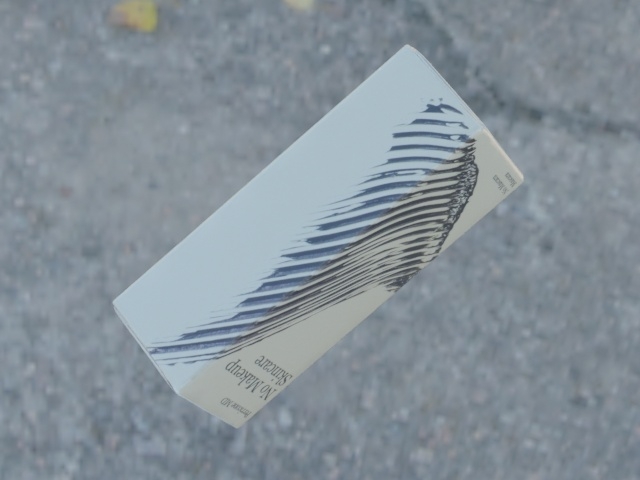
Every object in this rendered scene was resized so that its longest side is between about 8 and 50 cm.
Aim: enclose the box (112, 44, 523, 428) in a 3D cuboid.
[{"bbox_3d":[0.000,0.000,1.313,0.275,0.113,0.094,-42,61,5],"label":"box"}]
